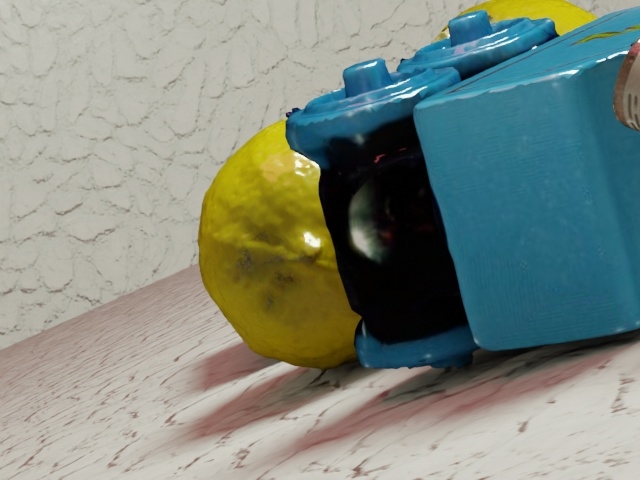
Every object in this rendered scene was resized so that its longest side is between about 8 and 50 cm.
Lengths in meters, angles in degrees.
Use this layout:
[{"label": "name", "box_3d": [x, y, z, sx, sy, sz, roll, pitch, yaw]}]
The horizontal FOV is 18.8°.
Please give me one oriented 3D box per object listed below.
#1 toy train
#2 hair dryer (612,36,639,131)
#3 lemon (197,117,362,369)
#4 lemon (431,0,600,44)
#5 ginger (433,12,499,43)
[{"label": "toy train", "box_3d": [0.148, -0.048, 1.133, 0.265, 0.188, 0.300, -11, 10, 33]}, {"label": "hair dryer", "box_3d": [0.277, -0.032, 0.955, 0.195, 0.053, 0.220, 23, 2, 37]}, {"label": "lemon", "box_3d": [0.003, 0.002, 1.319, 0.180, 0.180, 0.193, -23, 27, 2]}, {"label": "lemon", "box_3d": [0.185, -0.122, 1.754, 0.204, 0.204, 0.260, -24, 6, -15]}, {"label": "ginger", "box_3d": [0.155, -0.087, 1.470, 0.375, 0.166, 0.236, 8, -25, -44]}]
